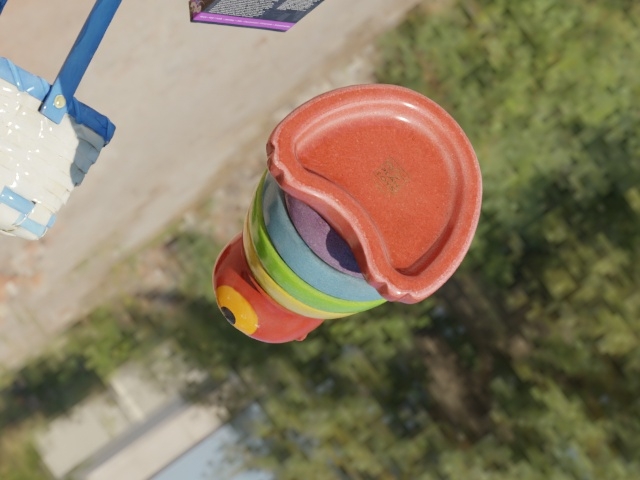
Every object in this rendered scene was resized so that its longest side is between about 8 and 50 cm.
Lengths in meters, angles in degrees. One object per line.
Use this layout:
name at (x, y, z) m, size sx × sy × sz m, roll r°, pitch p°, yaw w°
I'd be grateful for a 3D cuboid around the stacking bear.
stacking bear at (0.000, 0.000, 1.558) m, size 0.164 × 0.175 × 0.289 m, roll -42°, pitch 180°, yaw -34°

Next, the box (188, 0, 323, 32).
box at (-0.046, -0.258, 1.885) m, size 0.116 × 0.029 × 0.162 m, roll 3°, pitch 161°, yaw -32°

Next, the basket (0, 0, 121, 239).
basket at (-0.315, -0.154, 1.896) m, size 0.255 × 0.201 × 0.289 m, roll 0°, pitch -119°, yaw 53°
